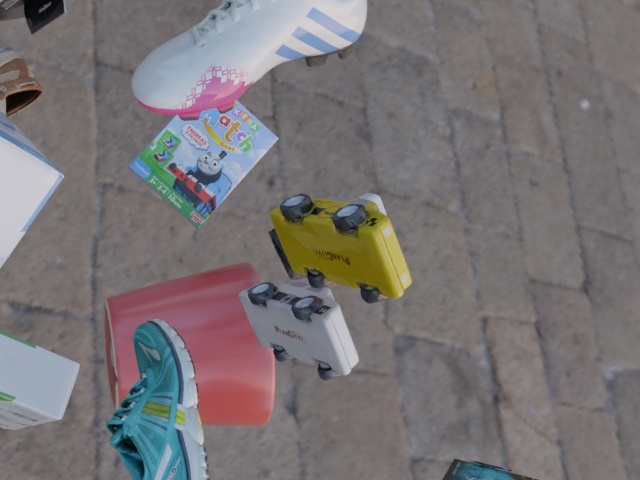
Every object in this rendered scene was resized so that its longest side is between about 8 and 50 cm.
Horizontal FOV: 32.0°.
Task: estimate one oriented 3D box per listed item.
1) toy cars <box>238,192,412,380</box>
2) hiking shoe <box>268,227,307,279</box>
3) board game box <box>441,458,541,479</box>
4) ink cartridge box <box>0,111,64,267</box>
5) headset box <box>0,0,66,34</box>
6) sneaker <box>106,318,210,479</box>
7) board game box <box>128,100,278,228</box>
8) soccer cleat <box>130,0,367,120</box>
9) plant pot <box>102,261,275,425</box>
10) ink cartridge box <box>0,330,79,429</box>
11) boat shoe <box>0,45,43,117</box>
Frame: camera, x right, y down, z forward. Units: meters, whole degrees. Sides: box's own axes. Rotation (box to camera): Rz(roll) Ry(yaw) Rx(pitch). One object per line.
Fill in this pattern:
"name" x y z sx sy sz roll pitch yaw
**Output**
"toy cars" 0.013 0.045 1.259 0.087 0.394 0.176 -33 75 -28
"hiking shoe" 0.000 0.000 1.629 0.086 0.114 0.227 63 9 6
"board game box" 0.149 0.233 0.905 0.186 0.126 0.026 -28 128 -70
"ink cartridge box" -0.554 -0.111 1.652 0.197 0.198 0.270 33 4 -43
"headset box" -0.277 -0.331 0.971 0.110 0.218 0.293 -22 97 -38
"sneaker" -0.199 0.209 1.320 0.109 0.107 0.275 -1 51 -16
"board game box" -0.201 -0.151 1.925 0.160 0.039 0.211 42 81 -8
"soccer cleat" -0.077 -0.248 1.254 0.116 0.143 0.331 34 46 31
"plant pot" -0.221 0.177 1.800 0.243 0.275 0.275 -4 69 -15
"ink cartridge box" -0.455 0.199 1.578 0.153 0.208 0.087 28 63 -26
"boat shoe" -0.609 -0.233 1.977 0.116 0.123 0.324 41 45 -3
